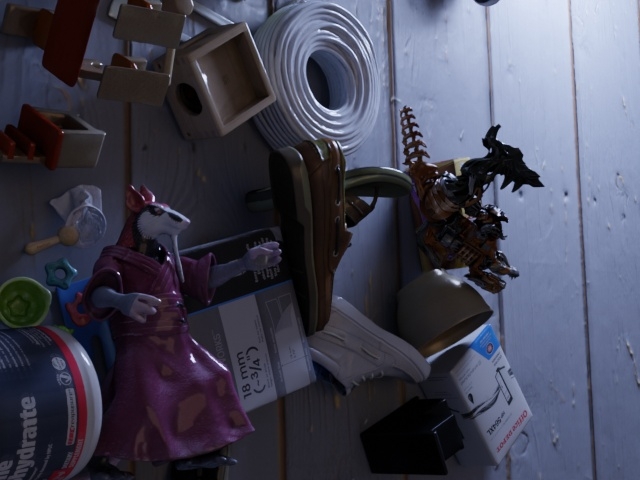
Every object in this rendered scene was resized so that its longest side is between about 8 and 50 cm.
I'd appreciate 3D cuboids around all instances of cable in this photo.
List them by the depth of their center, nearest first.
[{"bbox_3d":[-0.006,-0.247,1.956,0.257,0.089,0.257,-45,115,-40],"label":"cable"}]

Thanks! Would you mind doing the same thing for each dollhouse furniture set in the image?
[{"bbox_3d":[-0.319,-0.222,1.536,0.135,0.262,0.259,2,114,-43],"label":"dollhouse furniture set"}]

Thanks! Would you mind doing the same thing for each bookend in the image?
[{"bbox_3d":[0.176,0.313,2.008,0.157,0.156,0.072,-26,102,-45],"label":"bookend"}]

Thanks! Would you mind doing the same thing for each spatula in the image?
[{"bbox_3d":[-0.199,-0.358,1.828,0.242,0.019,0.168,22,67,-41],"label":"spatula"}]

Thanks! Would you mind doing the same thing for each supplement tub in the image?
[{"bbox_3d":[-0.405,0.199,1.406,0.272,0.191,0.191,-3,86,-46],"label":"supplement tub"}]

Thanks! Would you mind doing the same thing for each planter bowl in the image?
[{"bbox_3d":[0.193,0.115,2.072,0.162,0.162,0.109,-12,66,-46],"label":"planter bowl"}]

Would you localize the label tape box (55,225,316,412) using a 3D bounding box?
[{"bbox_3d":[-0.174,0.134,1.714,0.334,0.106,0.240,-18,96,-46],"label":"label tape box"}]

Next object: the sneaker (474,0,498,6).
[{"bbox_3d":[0.248,-0.557,2.262,0.153,0.101,0.268,-8,84,-45],"label":"sneaker"}]

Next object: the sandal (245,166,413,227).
[{"bbox_3d":[0.014,-0.057,1.933,0.303,0.120,0.086,-11,87,-37],"label":"sandal"}]

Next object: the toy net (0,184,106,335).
[{"bbox_3d":[-0.323,0.028,1.594,0.122,0.045,0.232,29,65,-12],"label":"toy net"}]

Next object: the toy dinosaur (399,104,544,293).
[{"bbox_3d":[0.235,-0.074,2.015,0.218,0.164,0.322,-34,116,3],"label":"toy dinosaur"}]

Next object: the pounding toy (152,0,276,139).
[{"bbox_3d":[-0.186,-0.251,1.764,0.181,0.094,0.206,-39,117,-39],"label":"pounding toy"}]

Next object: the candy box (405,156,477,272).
[{"bbox_3d":[0.216,-0.043,2.137,0.053,0.109,0.186,-12,93,-46],"label":"candy box"}]

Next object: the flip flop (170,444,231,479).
[{"bbox_3d":[-0.168,0.387,1.695,0.080,0.112,0.277,44,48,-50],"label":"flip flop"}]

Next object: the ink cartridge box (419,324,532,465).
[{"bbox_3d":[0.271,0.270,2.161,0.148,0.086,0.203,-44,114,-40],"label":"ink cartridge box"}]

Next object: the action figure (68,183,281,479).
[{"bbox_3d":[-0.211,0.112,1.576,0.248,0.276,0.370,2,75,-46],"label":"action figure"}]

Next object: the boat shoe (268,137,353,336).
[{"bbox_3d":[0.000,0.000,1.812,0.104,0.111,0.307,-18,124,-25],"label":"boat shoe"}]

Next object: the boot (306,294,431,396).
[{"bbox_3d":[0.060,0.195,1.968,0.258,0.095,0.123,35,66,-27],"label":"boot"}]
